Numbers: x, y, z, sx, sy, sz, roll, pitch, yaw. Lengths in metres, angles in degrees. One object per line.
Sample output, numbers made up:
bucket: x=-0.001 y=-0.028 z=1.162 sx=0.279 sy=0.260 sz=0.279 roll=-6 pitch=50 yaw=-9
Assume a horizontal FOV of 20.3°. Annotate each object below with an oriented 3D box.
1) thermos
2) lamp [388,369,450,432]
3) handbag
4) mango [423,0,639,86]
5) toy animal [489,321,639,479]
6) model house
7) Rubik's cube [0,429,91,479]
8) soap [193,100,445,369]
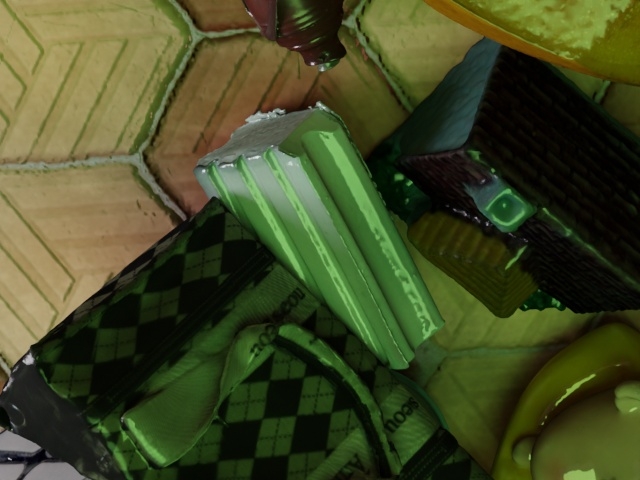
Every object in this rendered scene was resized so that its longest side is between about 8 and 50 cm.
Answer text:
thermos: x=-0.043 y=-0.257 z=1.648 sx=0.124 sy=0.099 sz=0.232 roll=2 pitch=129 yaw=43
lamp: x=0.053 y=0.249 z=1.862 sx=0.209 sy=0.147 sz=0.284 roll=-46 pitch=116 yaw=-5
handbag: x=-0.064 y=0.197 z=1.631 sx=0.416 sy=0.317 sz=0.180 roll=44 pitch=133 yaw=3
mango: x=0.219 y=-0.239 z=1.597 sx=0.350 sy=0.199 sz=0.201 roll=7 pitch=73 yaw=-13
toy animal: x=0.325 y=0.283 z=1.819 sx=0.277 sy=0.247 sz=0.345 roll=-38 pitch=114 yaw=-9
model house: x=0.204 y=-0.017 z=1.689 sx=0.280 sy=0.249 sz=0.230 roll=36 pitch=110 yaw=-17
Rubik's cube: x=-0.209 y=0.307 z=1.827 sx=0.260 sy=0.255 sz=0.259 roll=-36 pitch=111 yaw=15
soap: x=0.000 y=0.000 z=1.734 sx=0.150 sy=0.094 sz=0.261 roll=-10 pitch=114 yaw=44
